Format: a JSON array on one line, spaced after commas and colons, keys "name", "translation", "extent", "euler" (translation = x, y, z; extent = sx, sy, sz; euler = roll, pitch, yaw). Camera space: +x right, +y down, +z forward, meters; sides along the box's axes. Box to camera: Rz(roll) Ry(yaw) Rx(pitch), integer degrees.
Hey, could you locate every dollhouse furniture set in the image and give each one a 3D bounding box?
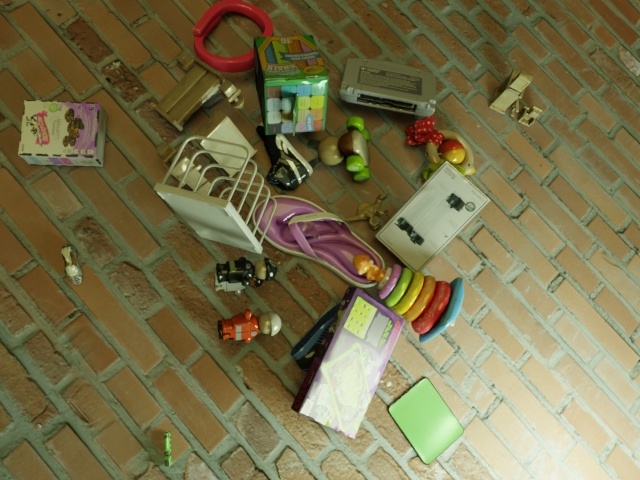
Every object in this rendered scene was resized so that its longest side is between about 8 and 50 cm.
[{"name": "dollhouse furniture set", "translation": [-0.374, -0.339, 1.325], "extent": [0.303, 0.174, 0.355], "euler": [-47, 59, -5]}, {"name": "dollhouse furniture set", "translation": [0.675, -0.482, 1.453], "extent": [0.160, 0.182, 0.101], "euler": [26, 74, -2]}]

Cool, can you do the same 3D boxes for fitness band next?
[{"name": "fitness band", "translation": [-0.263, -0.625, 1.372], "extent": [0.208, 0.054, 0.291], "euler": [24, 59, -3]}]

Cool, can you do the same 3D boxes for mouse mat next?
[{"name": "mouse mat", "translation": [0.295, 0.502, 1.254], "extent": [0.152, 0.007, 0.190], "euler": [-33, 83, -15]}]

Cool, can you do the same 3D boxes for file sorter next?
[{"name": "file sorter", "translation": [-0.246, -0.114, 1.148], "extent": [0.192, 0.278, 0.173], "euler": [14, 71, 15]}]

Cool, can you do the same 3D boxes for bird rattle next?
[{"name": "bird rattle", "translation": [0.380, -0.275, 1.414], "extent": [0.206, 0.143, 0.254], "euler": [-5, 65, -22]}]

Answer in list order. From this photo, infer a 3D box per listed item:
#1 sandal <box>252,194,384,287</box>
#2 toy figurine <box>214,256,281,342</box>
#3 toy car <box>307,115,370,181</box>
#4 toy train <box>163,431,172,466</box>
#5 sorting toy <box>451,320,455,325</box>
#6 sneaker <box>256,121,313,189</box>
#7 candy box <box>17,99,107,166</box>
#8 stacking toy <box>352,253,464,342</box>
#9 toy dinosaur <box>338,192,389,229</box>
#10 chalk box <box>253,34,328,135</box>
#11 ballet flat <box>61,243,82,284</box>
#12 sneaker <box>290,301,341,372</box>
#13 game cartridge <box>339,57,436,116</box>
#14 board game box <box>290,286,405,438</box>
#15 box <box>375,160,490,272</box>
[{"name": "sandal", "translation": [0.006, -0.014, 1.276], "extent": [0.416, 0.102, 0.169], "euler": [27, 74, -2]}, {"name": "toy figurine", "translation": [-0.189, 0.154, 1.152], "extent": [0.148, 0.209, 0.213], "euler": [-4, 77, -17]}, {"name": "toy car", "translation": [0.048, -0.263, 1.351], "extent": [0.188, 0.149, 0.155], "euler": [-4, 72, 19]}, {"name": "toy train", "translation": [-0.385, 0.525, 1.128], "extent": [0.017, 0.024, 0.083], "euler": [-5, 78, -10]}, {"name": "sorting toy", "translation": [0.364, 0.211, 1.329], "extent": [0.083, 0.012, 0.062], "euler": [21, 75, -4]}, {"name": "sneaker", "translation": [-0.136, -0.240, 1.318], "extent": [0.217, 0.079, 0.121], "euler": [44, 74, 2]}, {"name": "candy box", "translation": [-0.708, -0.295, 1.242], "extent": [0.196, 0.070, 0.165], "euler": [0, 77, -10]}, {"name": "stacking toy", "translation": [0.216, 0.129, 1.226], "extent": [0.301, 0.166, 0.175], "euler": [30, 54, -1]}, {"name": "toy dinosaur", "translation": [0.142, -0.075, 1.347], "extent": [0.183, 0.053, 0.093], "euler": [-32, 70, -24]}, {"name": "chalk box", "translation": [-0.081, -0.421, 1.267], "extent": [0.179, 0.180, 0.289], "euler": [-7, 54, -11]}, {"name": "ballet flat", "translation": [-0.660, 0.062, 1.184], "extent": [0.041, 0.041, 0.115], "euler": [-17, 80, -13]}, {"name": "sneaker", "translation": [0.026, 0.264, 1.234], "extent": [0.232, 0.081, 0.090], "euler": [-42, 101, -16]}, {"name": "game cartridge", "translation": [0.213, -0.488, 1.407], "extent": [0.294, 0.060, 0.196], "euler": [11, 57, 0]}, {"name": "board game box", "translation": [0.083, 0.323, 1.196], "extent": [0.208, 0.056, 0.347], "euler": [35, 72, -24]}, {"name": "box", "translation": [0.312, -0.065, 1.281], "extent": [0.169, 0.087, 0.290], "euler": [41, 103, 2]}]
